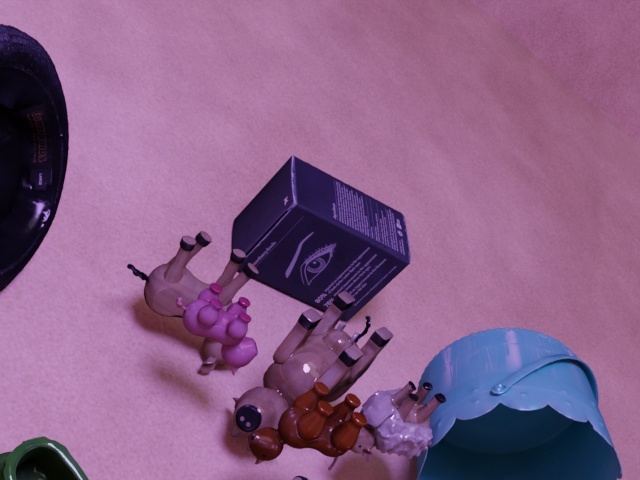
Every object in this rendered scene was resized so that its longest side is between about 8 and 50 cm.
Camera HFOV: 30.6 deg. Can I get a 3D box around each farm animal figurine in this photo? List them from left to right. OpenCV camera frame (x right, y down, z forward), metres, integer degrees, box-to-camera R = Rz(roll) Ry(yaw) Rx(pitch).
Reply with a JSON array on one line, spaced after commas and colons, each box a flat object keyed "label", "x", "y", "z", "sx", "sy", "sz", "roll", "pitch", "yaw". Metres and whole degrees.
[{"label": "farm animal figurine", "x": -0.053, "y": 0.156, "z": 1.424, "sx": 0.327, "sy": 0.172, "sz": 0.330, "roll": 3, "pitch": 41, "yaw": -51}]

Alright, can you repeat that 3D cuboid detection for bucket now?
[{"label": "bucket", "x": 0.253, "y": 0.263, "z": 1.556, "sx": 0.281, "sy": 0.281, "sz": 0.183, "roll": 32, "pitch": 30, "yaw": -20}]

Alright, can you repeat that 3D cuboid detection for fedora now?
[{"label": "fedora", "x": -0.403, "y": -0.087, "z": 1.248, "sx": 0.153, "sy": 0.334, "sz": 0.334, "roll": 14, "pitch": 30, "yaw": 13}]

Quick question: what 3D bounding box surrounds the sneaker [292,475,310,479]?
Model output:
[{"label": "sneaker", "x": -0.033, "y": 0.317, "z": 1.374, "sx": 0.044, "sy": 0.040, "sz": 0.109, "roll": 30, "pitch": 35, "yaw": -19}]

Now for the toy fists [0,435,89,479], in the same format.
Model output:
[{"label": "toy fists", "x": -0.235, "y": 0.319, "z": 1.054, "sx": 0.096, "sy": 0.142, "sz": 0.279, "roll": -22, "pitch": 70, "yaw": -44}]

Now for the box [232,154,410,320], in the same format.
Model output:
[{"label": "box", "x": 0.000, "y": 0.000, "z": 1.663, "sx": 0.207, "sy": 0.153, "sz": 0.108, "roll": 28, "pitch": 36, "yaw": -26}]
